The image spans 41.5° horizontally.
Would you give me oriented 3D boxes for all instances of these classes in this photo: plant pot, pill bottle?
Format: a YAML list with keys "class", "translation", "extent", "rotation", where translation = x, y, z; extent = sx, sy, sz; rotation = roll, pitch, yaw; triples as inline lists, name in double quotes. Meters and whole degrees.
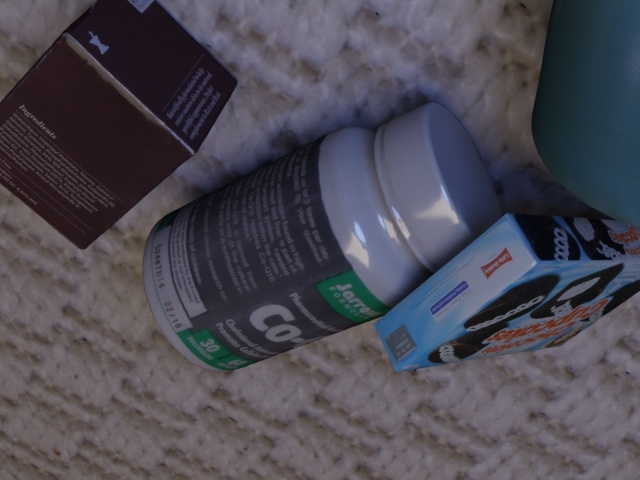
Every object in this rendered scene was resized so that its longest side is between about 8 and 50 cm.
- class: "plant pot"
  translation: [0.315, -0.180, 0.644]
  extent: [0.293, 0.293, 0.235]
  rotation: [1, 136, 12]
- class: "pill bottle"
  translation: [0.000, 0.000, 0.927]
  extent: [0.361, 0.204, 0.204]
  rotation: [-24, 117, 27]

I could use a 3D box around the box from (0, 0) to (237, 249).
- class: "box"
  translation: [-0.231, -0.134, 0.905]
  extent: [0.203, 0.168, 0.167]
  rotation: [-35, 111, 31]

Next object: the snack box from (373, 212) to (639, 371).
- class: "snack box"
  translation: [0.226, 0.053, 0.880]
  extent: [0.322, 0.060, 0.187]
  rotation: [1, 144, -46]
